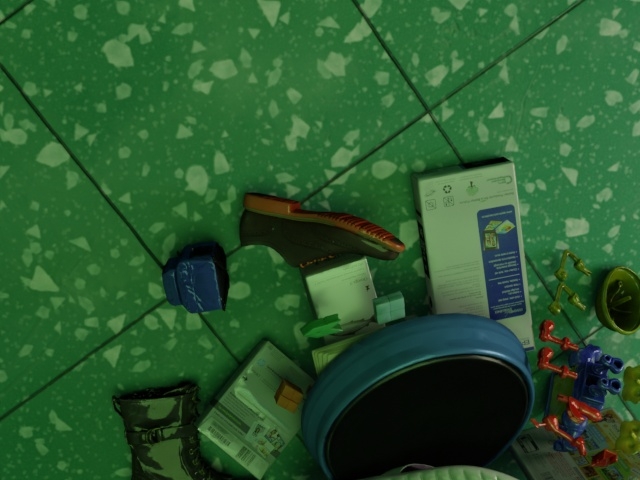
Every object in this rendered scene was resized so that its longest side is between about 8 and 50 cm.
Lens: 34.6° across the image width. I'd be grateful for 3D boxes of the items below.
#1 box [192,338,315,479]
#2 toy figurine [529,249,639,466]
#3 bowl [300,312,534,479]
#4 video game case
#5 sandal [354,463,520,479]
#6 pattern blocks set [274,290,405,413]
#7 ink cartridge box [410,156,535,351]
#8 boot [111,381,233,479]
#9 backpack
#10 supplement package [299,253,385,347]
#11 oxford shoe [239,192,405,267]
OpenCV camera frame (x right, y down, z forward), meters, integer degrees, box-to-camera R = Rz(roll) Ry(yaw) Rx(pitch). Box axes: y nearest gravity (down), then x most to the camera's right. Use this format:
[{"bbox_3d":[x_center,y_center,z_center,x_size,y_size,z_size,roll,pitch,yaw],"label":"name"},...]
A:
[{"bbox_3d":[-0.099,0.281,1.712,0.145,0.038,0.186,42,78,-16],"label":"box"},{"bbox_3d":[0.421,0.226,1.750,0.191,0.217,0.362,19,58,-5],"label":"toy figurine"},{"bbox_3d":[0.165,0.283,1.669,0.391,0.077,0.391,-10,133,-11],"label":"bowl"},{"bbox_3d":[0.445,0.368,1.739,0.206,0.227,0.026,-14,109,-4],"label":"video game case"},{"bbox_3d":[0.163,0.429,1.648,0.417,0.102,0.169,-1,99,11],"label":"sandal"},{"bbox_3d":[0.068,0.220,1.651,0.285,0.026,0.324,-23,134,0],"label":"pattern blocks set"},{"bbox_3d":[0.255,0.037,1.711,0.165,0.065,0.332,-10,105,-5],"label":"ink cartridge box"},{"bbox_3d":[-0.215,0.351,1.723,0.263,0.091,0.228,-1,97,-15],"label":"boot"},{"bbox_3d":[-0.195,0.051,1.626,0.101,0.120,0.097,-2,108,3],"label":"backpack"},{"bbox_3d":[0.040,0.110,1.679,0.105,0.105,0.179,-19,107,-5],"label":"supplement package"},{"bbox_3d":[0.000,0.000,1.615,0.271,0.097,0.098,15,97,20],"label":"oxford shoe"}]
